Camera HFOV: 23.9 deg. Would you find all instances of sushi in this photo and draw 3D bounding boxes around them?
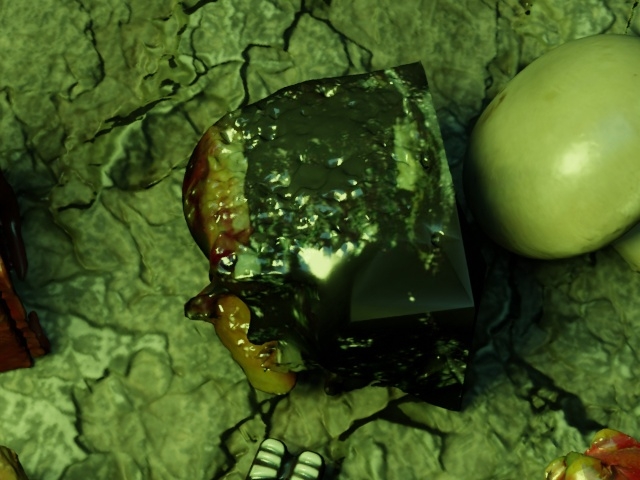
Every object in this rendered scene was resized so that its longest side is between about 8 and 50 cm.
[{"bbox_3d":[0.000,-0.001,1.118,0.212,0.215,0.227,-7,65,-3],"label":"sushi"}]

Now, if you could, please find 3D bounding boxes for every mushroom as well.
[{"bbox_3d":[0.221,-0.053,1.178,0.204,0.204,0.204,0,64,0],"label":"mushroom"}]

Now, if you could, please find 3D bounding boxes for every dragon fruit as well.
[{"bbox_3d":[0.220,0.217,1.058,0.133,0.208,0.150,-15,107,7],"label":"dragon fruit"}]

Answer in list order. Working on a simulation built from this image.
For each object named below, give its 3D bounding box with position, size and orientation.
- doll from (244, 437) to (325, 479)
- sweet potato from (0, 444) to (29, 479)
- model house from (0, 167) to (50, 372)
[{"bbox_3d":[-0.053,0.247,1.080,0.091,0.067,0.219,19,67,5],"label":"doll"},{"bbox_3d":[-0.194,0.304,1.029,0.131,0.131,0.337,-25,83,-11],"label":"sweet potato"},{"bbox_3d":[-0.346,0.027,1.118,0.254,0.196,0.160,-18,67,-8],"label":"model house"}]
